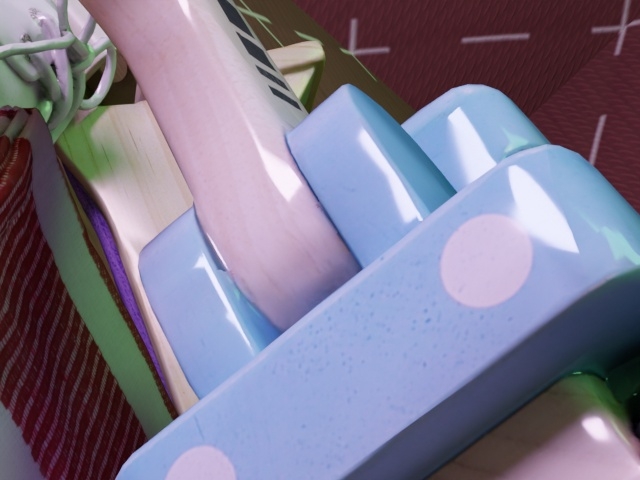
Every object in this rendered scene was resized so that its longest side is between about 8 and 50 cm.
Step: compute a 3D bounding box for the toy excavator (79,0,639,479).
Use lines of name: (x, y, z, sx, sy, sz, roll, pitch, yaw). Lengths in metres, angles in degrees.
toy excavator: (0.000, 0.000, 0.463, 0.433, 0.222, 0.445, 32, 21, -53)

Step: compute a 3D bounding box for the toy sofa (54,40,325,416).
toy sofa: (-0.027, 0.075, 0.749, 0.150, 0.177, 0.362, 108, -39, -58)

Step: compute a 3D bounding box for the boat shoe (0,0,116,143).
boat shoe: (-0.176, -0.099, 0.674, 0.156, 0.136, 0.367, -5, 39, -27)

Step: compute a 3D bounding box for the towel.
towel: (-0.099, 0.119, 0.427, 0.329, 0.037, 0.237, -80, 152, -60)

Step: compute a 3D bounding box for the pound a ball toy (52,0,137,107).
pound a ball toy: (-0.245, -0.208, 1.048, 0.319, 0.136, 0.208, 50, 13, 16)
